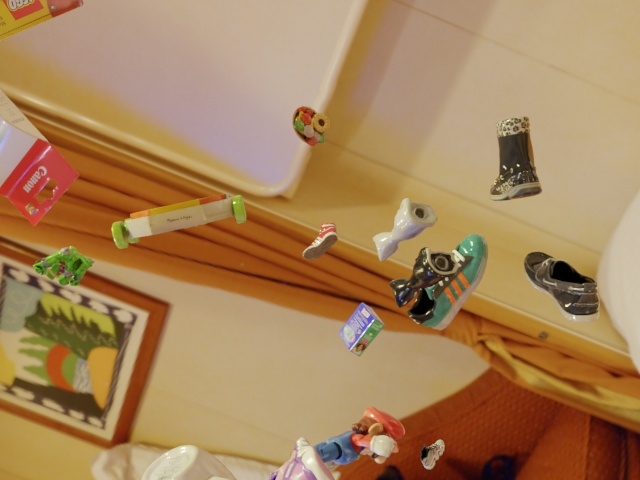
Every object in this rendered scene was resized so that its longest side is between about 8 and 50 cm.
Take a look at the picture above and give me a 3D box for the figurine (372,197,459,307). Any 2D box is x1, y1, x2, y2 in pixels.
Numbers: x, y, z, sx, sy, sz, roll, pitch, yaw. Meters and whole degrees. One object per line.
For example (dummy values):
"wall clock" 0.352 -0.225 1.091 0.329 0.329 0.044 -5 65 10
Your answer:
"figurine" 0.212 0.034 1.581 0.209 0.092 0.215 -47 55 50

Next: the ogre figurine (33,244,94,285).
"ogre figurine" -0.796 0.082 2.042 0.118 0.197 0.097 -39 45 2

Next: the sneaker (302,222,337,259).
"sneaker" 0.000 0.000 1.705 0.118 0.042 0.067 -36 32 28

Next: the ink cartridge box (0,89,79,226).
"ink cartridge box" -0.568 -0.146 1.163 0.181 0.224 0.056 -37 6 31

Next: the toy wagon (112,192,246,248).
"toy wagon" -0.300 -0.052 1.427 0.344 0.267 0.068 -138 36 -82

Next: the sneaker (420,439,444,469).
"sneaker" 0.320 0.605 1.880 0.038 0.069 0.098 -8 35 47

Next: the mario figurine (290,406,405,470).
"mario figurine" 0.093 0.585 1.768 0.198 0.320 0.170 -143 41 -59

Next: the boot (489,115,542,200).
"boot" 0.443 -0.185 1.505 0.236 0.085 0.178 -125 26 -89

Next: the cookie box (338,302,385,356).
"cookie box" 0.106 0.230 1.683 0.107 0.040 0.092 -53 29 9

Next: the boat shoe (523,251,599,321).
"boat shoe" 0.453 0.066 1.223 0.233 0.084 0.079 -108 6 -68

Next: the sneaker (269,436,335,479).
"sneaker" -0.040 0.399 1.085 0.104 0.095 0.236 -35 -10 -11

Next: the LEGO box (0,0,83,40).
"LEGO box" -0.709 -0.475 1.174 0.372 0.500 0.193 -115 2 -47

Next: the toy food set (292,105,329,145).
"toy food set" -0.021 -0.228 1.289 0.020 0.083 0.082 -17 48 49

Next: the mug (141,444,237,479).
"mug" -0.298 0.731 1.742 0.374 0.328 0.276 -15 18 34

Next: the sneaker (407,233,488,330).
"sneaker" 0.344 0.110 1.765 0.302 0.121 0.108 -64 31 17
